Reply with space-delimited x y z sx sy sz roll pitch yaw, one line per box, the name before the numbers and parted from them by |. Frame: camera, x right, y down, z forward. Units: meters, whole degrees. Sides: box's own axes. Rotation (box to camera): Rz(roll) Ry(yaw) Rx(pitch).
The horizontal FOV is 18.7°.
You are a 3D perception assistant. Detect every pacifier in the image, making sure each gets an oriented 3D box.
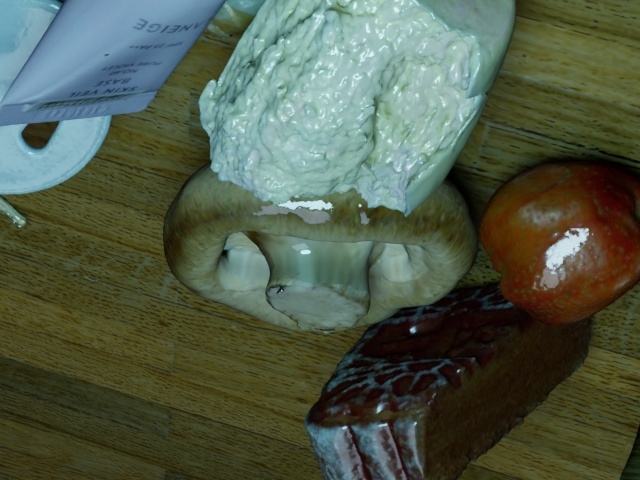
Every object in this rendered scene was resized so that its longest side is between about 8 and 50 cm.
pacifier | -0.306 -0.130 1.554 0.287 0.226 0.238 28 126 -12

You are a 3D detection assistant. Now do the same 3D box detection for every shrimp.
shrimp | -0.048 -0.201 1.490 0.184 0.043 0.091 -9 130 34

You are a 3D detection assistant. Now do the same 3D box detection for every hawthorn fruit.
hawthorn fruit | 0.201 -0.003 1.550 0.138 0.133 0.133 -27 124 27

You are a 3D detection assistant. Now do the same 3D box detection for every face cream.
face cream | -0.136 -0.175 1.462 0.096 0.154 0.274 59 135 19

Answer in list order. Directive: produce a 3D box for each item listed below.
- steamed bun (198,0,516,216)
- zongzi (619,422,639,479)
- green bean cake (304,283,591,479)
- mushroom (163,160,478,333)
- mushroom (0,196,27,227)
steamed bun | 0.038 -0.118 1.417 0.200 0.170 0.225 -12 152 -27
zongzi | 0.444 0.244 1.682 0.286 0.138 0.300 33 158 -25
green bean cake | 0.107 0.123 1.665 0.198 0.232 0.097 -6 115 34
mushroom | 0.000 0.000 1.629 0.278 0.146 0.278 1 155 1
mushroom | -0.389 -0.095 1.799 0.286 0.028 0.026 37 97 -22
